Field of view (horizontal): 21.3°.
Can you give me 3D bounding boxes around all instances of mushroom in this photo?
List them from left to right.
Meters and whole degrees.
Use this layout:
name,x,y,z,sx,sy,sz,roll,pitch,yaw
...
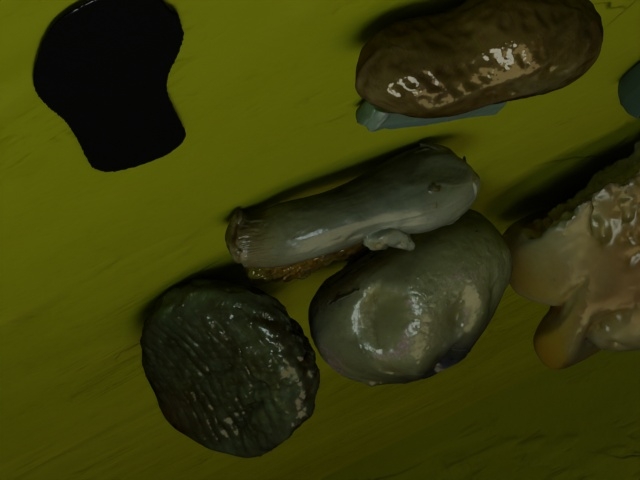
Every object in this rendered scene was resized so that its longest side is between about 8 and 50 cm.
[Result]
name,x,y,z,sx,sy,sz,roll,pitch,yaw
mushroom,0.035,-0.031,1.775,0.278,0.096,0.099,-18,120,-12

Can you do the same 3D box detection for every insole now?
name,x,y,z,sx,sy,sz,roll,pitch,yaw
insole,-0.157,-0.118,1.330,0.119,0.009,0.348,-20,165,-5

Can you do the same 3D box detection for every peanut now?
name,x,y,z,sx,sy,sz,roll,pitch,yaw
peanut,0.134,-0.163,1.439,0.226,0.095,0.108,-15,149,-13

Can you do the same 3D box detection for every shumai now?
name,x,y,z,sx,sy,sz,roll,pitch,yaw
shumai,-0.086,0.111,2.019,0.204,0.222,0.272,-58,-178,-40

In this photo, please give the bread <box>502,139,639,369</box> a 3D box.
name,x,y,z,sx,sy,sz,roll,pitch,yaw
bread,0.445,-0.003,2.162,0.424,0.245,0.329,-20,166,7

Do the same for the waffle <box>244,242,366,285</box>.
name,x,y,z,sx,sy,sz,roll,pitch,yaw
waffle,-0.002,0.000,1.919,0.191,0.038,0.191,-21,166,-6

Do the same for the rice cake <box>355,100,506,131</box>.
name,x,y,z,sx,sy,sz,roll,pitch,yaw
rice cake,0.107,-0.128,1.637,0.180,0.030,0.042,-10,156,-40

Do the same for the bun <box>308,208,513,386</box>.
name,x,y,z,sx,sy,sz,roll,pitch,yaw
bun,0.110,0.072,2.032,0.273,0.168,0.273,-32,-175,3

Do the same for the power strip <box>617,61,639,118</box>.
name,x,y,z,sx,sy,sz,roll,pitch,yaw
power strip,0.459,-0.196,1.855,0.253,0.054,0.167,-10,164,-30
